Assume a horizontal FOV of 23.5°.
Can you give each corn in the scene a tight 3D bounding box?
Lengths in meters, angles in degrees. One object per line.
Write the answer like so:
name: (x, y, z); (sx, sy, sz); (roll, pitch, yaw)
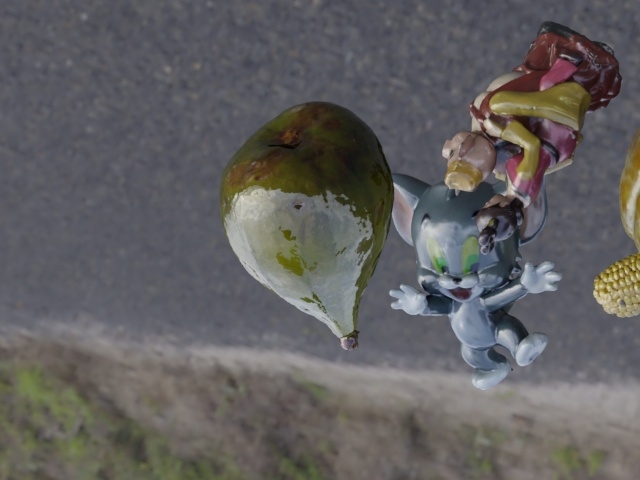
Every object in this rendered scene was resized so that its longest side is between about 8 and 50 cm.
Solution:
corn: (0.521, 0.034, 2.126); (0.293, 0.106, 0.106); (-24, 142, 18)

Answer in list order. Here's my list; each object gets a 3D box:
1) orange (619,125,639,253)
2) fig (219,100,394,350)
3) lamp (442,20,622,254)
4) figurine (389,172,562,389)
orange: (0.445, -0.027, 1.530); (0.249, 0.329, 0.329); (-29, 133, 32)
fig: (0.012, -0.008, 1.139); (0.126, 0.133, 0.185); (-29, 110, 36)
lamp: (0.188, -0.098, 1.476); (0.118, 0.253, 0.118); (33, 157, 16)
figurine: (0.189, 0.042, 1.723); (0.193, 0.140, 0.265); (-8, 130, 28)
